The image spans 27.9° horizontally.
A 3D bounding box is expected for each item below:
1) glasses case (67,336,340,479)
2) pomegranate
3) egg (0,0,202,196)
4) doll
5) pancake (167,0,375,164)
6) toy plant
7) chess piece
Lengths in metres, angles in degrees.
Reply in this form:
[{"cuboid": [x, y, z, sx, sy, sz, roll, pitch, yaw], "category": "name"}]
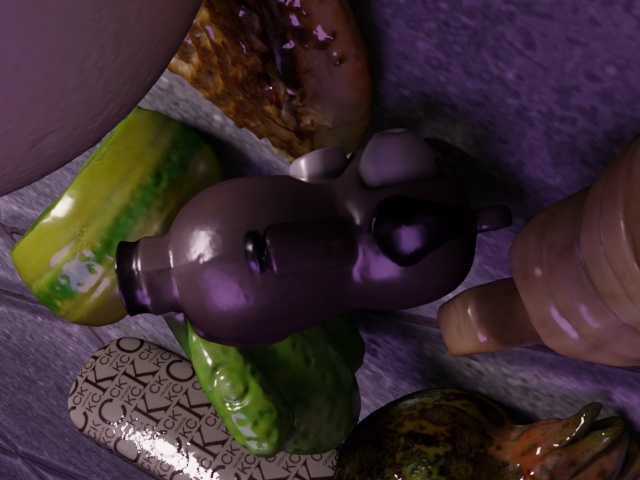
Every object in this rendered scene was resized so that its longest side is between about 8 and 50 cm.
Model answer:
[{"cuboid": [-0.133, 0.226, 1.476, 0.355, 0.137, 0.085, 25, 161, 22], "category": "glasses case"}, {"cuboid": [0.141, 0.223, 1.099, 0.204, 0.277, 0.222, 73, 171, -82], "category": "pomegranate"}, {"cuboid": [-0.192, -0.188, 0.579, 0.354, 0.354, 0.340, 46, 156, -19], "category": "egg"}, {"cuboid": [-0.001, 0.002, 0.866, 0.182, 0.257, 0.117, -5, -101, -82], "category": "doll"}, {"cuboid": [-0.063, -0.160, 0.859, 0.244, 0.057, 0.266, 24, 149, 42], "category": "pancake"}, {"cuboid": [-0.084, 0.052, 1.057, 0.316, 0.224, 0.184, 41, 115, -13], "category": "toy plant"}, {"cuboid": [0.174, 0.023, 0.760, 0.137, 0.137, 0.301, 37, 162, -3], "category": "chess piece"}]
